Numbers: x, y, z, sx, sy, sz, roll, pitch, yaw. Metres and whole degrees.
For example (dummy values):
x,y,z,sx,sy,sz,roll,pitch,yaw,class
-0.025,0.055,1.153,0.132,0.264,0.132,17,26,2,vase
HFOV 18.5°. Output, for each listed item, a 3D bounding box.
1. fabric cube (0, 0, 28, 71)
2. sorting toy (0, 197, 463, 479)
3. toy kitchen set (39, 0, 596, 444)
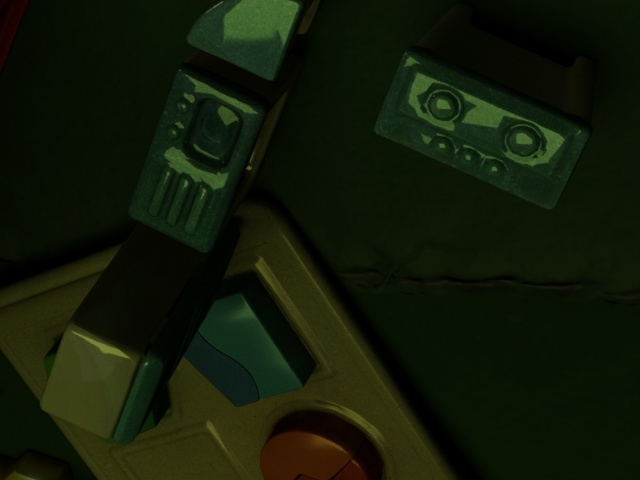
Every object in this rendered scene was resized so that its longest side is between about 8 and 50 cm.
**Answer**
x,y,z,sx,sy,sz,roll,pitch,yaw,class
-0.313,-0.044,0.873,0.258,0.259,0.254,28,134,-3,fabric cube
-0.090,0.106,1.048,0.307,0.041,0.229,-19,118,36,sorting toy
0.000,0.000,0.836,0.166,0.122,0.207,25,125,3,toy kitchen set
